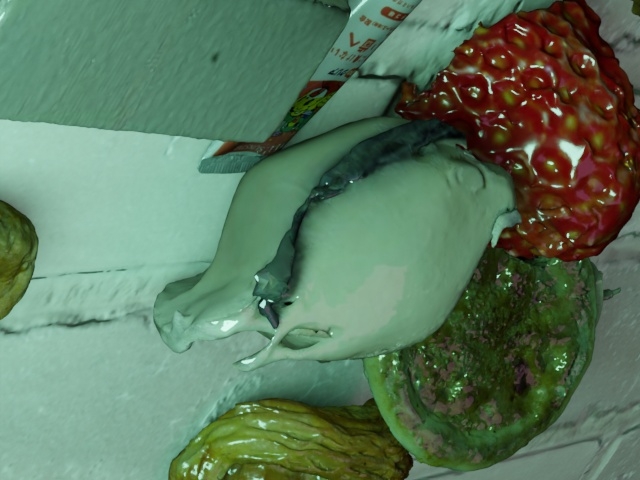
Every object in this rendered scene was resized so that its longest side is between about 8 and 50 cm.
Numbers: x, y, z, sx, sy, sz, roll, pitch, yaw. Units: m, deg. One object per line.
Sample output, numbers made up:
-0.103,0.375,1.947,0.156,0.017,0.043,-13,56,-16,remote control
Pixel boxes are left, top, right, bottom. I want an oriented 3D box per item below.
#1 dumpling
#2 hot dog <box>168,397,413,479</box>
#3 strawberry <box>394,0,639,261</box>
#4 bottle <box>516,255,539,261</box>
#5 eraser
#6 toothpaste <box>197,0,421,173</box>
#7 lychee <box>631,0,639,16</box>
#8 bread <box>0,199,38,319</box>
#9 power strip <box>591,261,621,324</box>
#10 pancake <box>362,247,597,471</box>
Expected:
0.002,-0.012,1.395,0.293,0.204,0.163,-26,129,-27,dumpling
-0.017,0.209,1.709,0.175,0.114,0.259,-46,157,21,hot dog
0.177,-0.069,1.567,0.234,0.178,0.234,-37,159,-17,strawberry
0.166,0.042,1.827,0.060,0.060,0.164,-21,145,-43,bottle
-0.096,-0.128,1.173,0.111,0.077,0.352,-54,154,19,eraser
0.004,-0.132,1.356,0.234,0.057,0.089,-48,159,23,toothpaste
0.355,-0.221,1.515,0.267,0.267,0.267,-36,152,-23,lychee
-0.216,0.007,1.191,0.082,0.060,0.113,-52,156,9,bread
0.167,0.069,1.793,0.226,0.029,0.080,-11,135,-13,power strip
0.139,0.080,1.708,0.253,0.037,0.254,-6,102,-31,pancake
